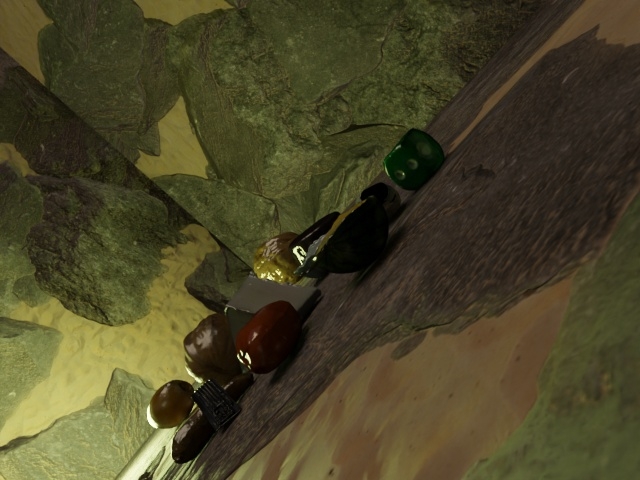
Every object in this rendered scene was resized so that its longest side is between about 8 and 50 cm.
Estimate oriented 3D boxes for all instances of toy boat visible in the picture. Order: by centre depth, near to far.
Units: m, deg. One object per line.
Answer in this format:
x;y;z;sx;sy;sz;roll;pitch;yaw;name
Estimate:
0.001;0.058;1.739;0.199;0.100;0.290;-47;4;12;toy boat

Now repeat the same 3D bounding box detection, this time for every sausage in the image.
-0.111;0.217;1.124;0.133;0.133;0.258;-48;-1;13;sausage

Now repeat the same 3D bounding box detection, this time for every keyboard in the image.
-0.257;0.389;1.170;0.074;0.015;0.196;-32;22;-23;keyboard

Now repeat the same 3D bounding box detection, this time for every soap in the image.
-0.124;0.270;1.423;0.159;0.257;0.302;-53;-39;-49;soap

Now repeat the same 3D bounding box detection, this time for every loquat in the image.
-0.621;0.683;2.010;0.227;0.179;0.179;-50;3;11;loquat

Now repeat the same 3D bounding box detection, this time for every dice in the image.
0.259;-0.225;1.357;0.120;0.131;0.128;-48;3;45;dice

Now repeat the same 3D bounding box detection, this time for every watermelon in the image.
0.077;0.002;1.093;0.204;0.127;0.232;-47;2;22;watermelon

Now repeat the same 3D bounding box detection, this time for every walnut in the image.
-0.340;0.357;1.593;0.225;0.225;0.261;-48;26;0;walnut
-0.178;0.096;2.370;0.313;0.252;0.277;-42;-6;29;walnut

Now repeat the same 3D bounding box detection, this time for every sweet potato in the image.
-0.266;0.430;1.199;0.273;0.075;0.075;-45;1;-37;sweet potato

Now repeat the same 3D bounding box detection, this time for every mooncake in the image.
0.000;0.000;2.097;0.283;0.141;0.283;-39;8;6;mooncake

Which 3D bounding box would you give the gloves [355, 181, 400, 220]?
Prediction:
0.165;-0.093;1.375;0.128;0.111;0.212;-53;-25;-4;gloves
